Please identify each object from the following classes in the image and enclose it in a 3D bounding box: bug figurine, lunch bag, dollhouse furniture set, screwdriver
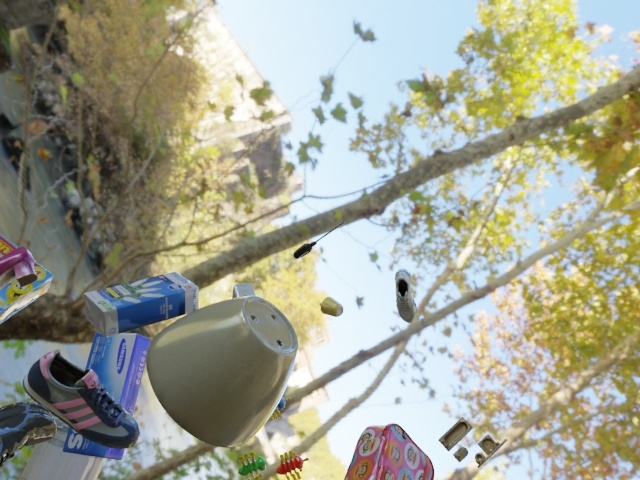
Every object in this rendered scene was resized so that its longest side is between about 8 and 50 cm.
[{"bbox_3d":[-0.167,0.620,1.813,0.072,0.216,0.278,122,-48,-67],"label":"bug figurine"},{"bbox_3d":[0.175,0.634,1.451,0.120,0.293,0.258,-22,-64,38],"label":"lunch bag"},{"bbox_3d":[0.491,0.650,1.902,0.151,0.144,0.123,45,-16,25],"label":"dollhouse furniture set"},{"bbox_3d":[0.000,0.000,1.299,0.025,0.170,0.024,44,38,-21],"label":"screwdriver"}]

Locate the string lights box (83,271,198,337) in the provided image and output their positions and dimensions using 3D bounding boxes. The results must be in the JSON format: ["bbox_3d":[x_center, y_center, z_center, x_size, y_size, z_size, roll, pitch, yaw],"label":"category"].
[{"bbox_3d":[-0.467,0.163,1.541,0.133,0.260,0.076,24,-62,44],"label":"string lights box"}]

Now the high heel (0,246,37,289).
[{"bbox_3d":[-0.871,0.091,1.517,0.117,0.244,0.082,52,-27,32],"label":"high heel"}]

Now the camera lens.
[{"bbox_3d":[-0.815,0.705,1.893,0.219,0.220,0.274,103,6,-70],"label":"camera lens"}]

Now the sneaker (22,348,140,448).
[{"bbox_3d":[-0.566,0.390,1.435,0.319,0.131,0.112,36,24,-12],"label":"sneaker"}]

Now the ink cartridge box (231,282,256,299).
[{"bbox_3d":[-0.274,0.264,2.157,0.127,0.073,0.175,106,-29,-42],"label":"ink cartridge box"}]

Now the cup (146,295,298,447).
[{"bbox_3d":[-0.190,0.263,1.340,0.331,0.237,0.331,39,21,-18],"label":"cup"}]

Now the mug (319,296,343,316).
[{"bbox_3d":[0.038,0.229,1.949,0.064,0.078,0.062,21,-57,44],"label":"mug"}]

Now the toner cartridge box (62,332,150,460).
[{"bbox_3d":[-0.619,0.446,1.705,0.075,0.165,0.347,45,47,-56],"label":"toner cartridge box"}]

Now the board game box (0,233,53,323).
[{"bbox_3d":[-1.036,0.110,1.758,0.308,0.302,0.086,38,-57,-1],"label":"board game box"}]

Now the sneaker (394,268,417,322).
[{"bbox_3d":[0.282,0.198,1.987,0.083,0.072,0.190,-54,132,-71],"label":"sneaker"}]

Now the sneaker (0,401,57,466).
[{"bbox_3d":[-0.603,0.374,1.066,0.130,0.109,0.286,51,14,27],"label":"sneaker"}]
